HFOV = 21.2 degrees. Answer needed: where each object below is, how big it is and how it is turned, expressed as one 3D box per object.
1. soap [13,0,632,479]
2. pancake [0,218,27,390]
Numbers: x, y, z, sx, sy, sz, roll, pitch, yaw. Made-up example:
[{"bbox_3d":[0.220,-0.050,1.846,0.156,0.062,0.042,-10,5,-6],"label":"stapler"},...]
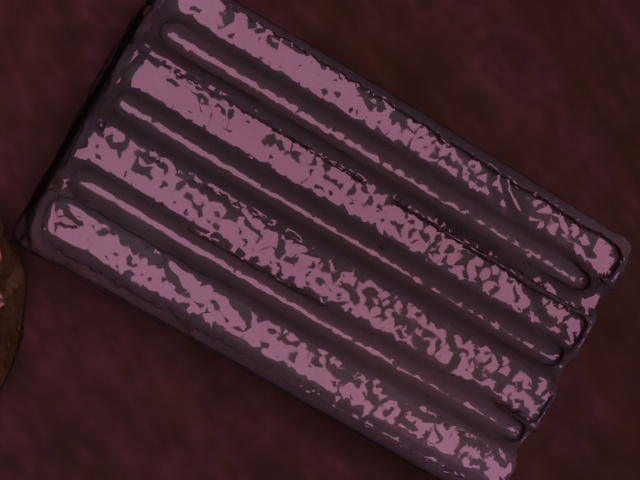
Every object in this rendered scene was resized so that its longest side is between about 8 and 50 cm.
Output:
[{"bbox_3d":[0.000,0.000,0.625,0.198,0.063,0.114,31,83,-11],"label":"soap"},{"bbox_3d":[-0.165,0.017,0.602,0.129,0.022,0.116,39,95,-8],"label":"pancake"}]
